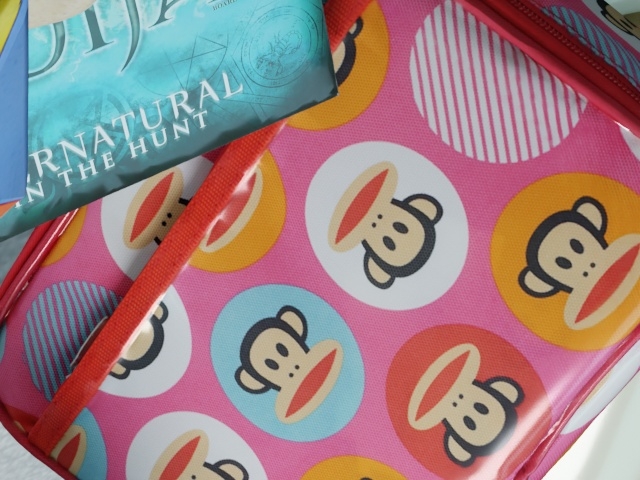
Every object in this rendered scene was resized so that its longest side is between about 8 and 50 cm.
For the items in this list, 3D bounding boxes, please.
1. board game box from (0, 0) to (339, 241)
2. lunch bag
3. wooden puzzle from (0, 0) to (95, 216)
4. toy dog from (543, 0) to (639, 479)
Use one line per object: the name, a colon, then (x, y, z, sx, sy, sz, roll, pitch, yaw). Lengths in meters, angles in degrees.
board game box: (-0.088, -0.068, 0.607, 0.186, 0.026, 0.126, -26, 129, -18)
lunch bag: (0.000, 0.000, 0.764, 0.293, 0.258, 0.120, -54, 171, 26)
wooden puzzle: (-0.137, 0.018, 0.269, 0.348, 0.080, 0.322, -48, 175, -20)
toy dog: (0.120, 0.070, 0.955, 0.408, 0.284, 0.395, -50, 152, 6)
